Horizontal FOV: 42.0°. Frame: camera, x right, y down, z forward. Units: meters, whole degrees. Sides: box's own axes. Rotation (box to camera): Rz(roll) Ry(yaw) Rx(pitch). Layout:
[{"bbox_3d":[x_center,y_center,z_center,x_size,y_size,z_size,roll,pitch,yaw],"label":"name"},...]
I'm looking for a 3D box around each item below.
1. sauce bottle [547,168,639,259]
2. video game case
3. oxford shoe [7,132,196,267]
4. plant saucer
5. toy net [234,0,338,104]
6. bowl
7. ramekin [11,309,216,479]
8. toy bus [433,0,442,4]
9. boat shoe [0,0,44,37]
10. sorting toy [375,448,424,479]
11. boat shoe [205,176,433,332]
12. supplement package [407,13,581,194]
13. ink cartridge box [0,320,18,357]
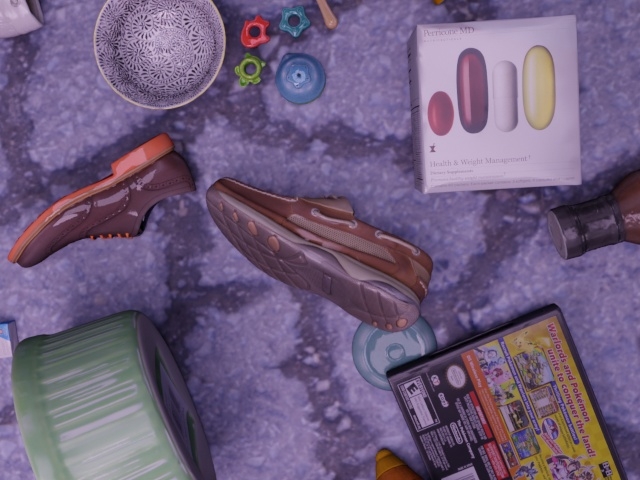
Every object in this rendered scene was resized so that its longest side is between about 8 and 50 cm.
[{"bbox_3d":[0.471,-0.054,1.076,0.344,0.111,0.111,-18,94,3],"label":"sauce bottle"},{"bbox_3d":[0.256,0.257,1.138,0.248,0.035,0.274,-23,98,4],"label":"video game case"},{"bbox_3d":[-0.293,-0.031,1.114,0.271,0.097,0.098,-34,99,4],"label":"oxford shoe"},{"bbox_3d":[0.103,0.153,1.151,0.119,0.021,0.119,0,94,2],"label":"plant saucer"},{"bbox_3d":[-0.031,-0.304,1.107,0.122,0.045,0.232,16,94,2],"label":"toy net"},{"bbox_3d":[-0.204,-0.255,1.097,0.170,0.080,0.170,0,94,2],"label":"bowl"},{"bbox_3d":[-0.244,0.234,1.038,0.148,0.303,0.303,-23,94,-4],"label":"ramekin"},{"bbox_3d":[0.175,-0.443,1.045,0.220,0.149,0.211,-38,80,7],"label":"toy bus"},{"bbox_3d":[-0.411,-0.446,1.061,0.157,0.136,0.367,-6,98,3],"label":"boat shoe"},{"bbox_3d":[-0.006,0.369,1.095,0.366,0.127,0.126,-14,53,-18],"label":"sorting toy"},{"bbox_3d":[0.000,0.000,1.107,0.324,0.123,0.116,30,62,8],"label":"boat shoe"},{"bbox_3d":[0.214,-0.168,1.055,0.194,0.149,0.203,-4,96,2],"label":"supplement package"},{"bbox_3d":[-0.470,0.142,1.166,0.083,0.028,0.048,-6,94,2],"label":"ink cartridge box"}]
